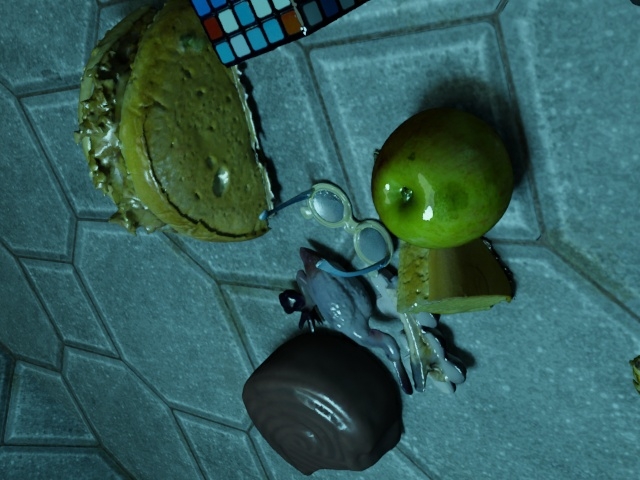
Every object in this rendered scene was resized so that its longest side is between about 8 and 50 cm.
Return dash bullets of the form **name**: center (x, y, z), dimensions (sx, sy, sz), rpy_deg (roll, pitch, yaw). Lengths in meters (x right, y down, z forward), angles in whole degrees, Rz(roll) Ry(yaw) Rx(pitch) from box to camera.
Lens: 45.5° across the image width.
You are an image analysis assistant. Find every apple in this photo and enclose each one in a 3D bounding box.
- **apple**: center (0.160, -0.079, 1.033), dimensions (0.196, 0.196, 0.196), rpy_deg (25, 135, 28)

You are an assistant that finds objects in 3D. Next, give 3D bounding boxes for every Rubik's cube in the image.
- **Rubik's cube**: center (-0.058, -0.362, 1.009), dimensions (0.182, 0.187, 0.184), rpy_deg (-6, 118, 45)

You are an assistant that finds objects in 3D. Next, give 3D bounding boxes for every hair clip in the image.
- **hair clip**: center (0.163, 0.161, 1.308), dimensions (0.146, 0.075, 0.257), rpy_deg (0, 114, 62)

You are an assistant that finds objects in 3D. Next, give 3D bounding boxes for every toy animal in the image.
- **toy animal**: center (0.047, 0.124, 1.366), dimensions (0.324, 0.090, 0.195), rpy_deg (25, 137, 44)

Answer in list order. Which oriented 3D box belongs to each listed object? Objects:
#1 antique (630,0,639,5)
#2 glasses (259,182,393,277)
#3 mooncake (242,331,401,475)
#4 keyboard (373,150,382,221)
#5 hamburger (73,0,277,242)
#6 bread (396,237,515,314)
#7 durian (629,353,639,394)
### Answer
- **antique**: center (0.352, -0.320, 0.597), dimensions (0.185, 0.255, 0.322), rpy_deg (49, 144, -2)
- **glasses**: center (0.017, -0.023, 1.212), dimensions (0.189, 0.220, 0.088), rpy_deg (42, 104, 16)
- **mooncake**: center (-0.005, 0.345, 1.535), dimensions (0.326, 0.174, 0.334), rpy_deg (16, 129, 32)
- **keyboard**: center (0.108, -0.079, 1.208), dimensions (0.049, 0.015, 0.129), rpy_deg (18, 132, 34)
- **hamburger**: center (-0.283, -0.170, 1.306), dimensions (0.268, 0.287, 0.445), rpy_deg (12, 125, 40)
- **bread**: center (0.211, 0.046, 1.182), dimensions (0.160, 0.169, 0.140), rpy_deg (19, 152, -28)
- **durian**: center (0.560, 0.222, 0.947), dimensions (0.341, 0.112, 0.191), rpy_deg (8, 135, 50)
